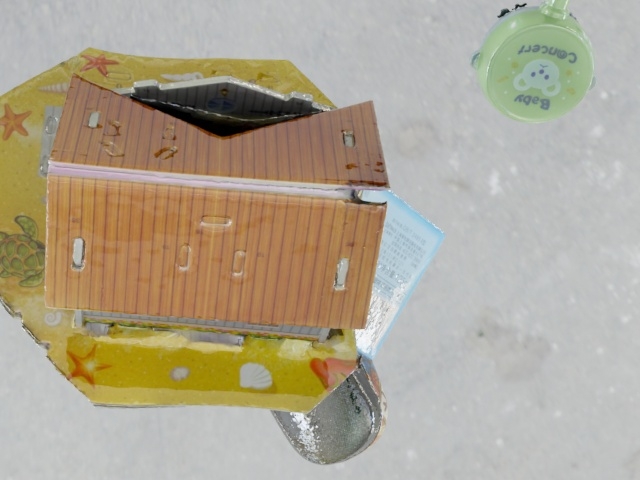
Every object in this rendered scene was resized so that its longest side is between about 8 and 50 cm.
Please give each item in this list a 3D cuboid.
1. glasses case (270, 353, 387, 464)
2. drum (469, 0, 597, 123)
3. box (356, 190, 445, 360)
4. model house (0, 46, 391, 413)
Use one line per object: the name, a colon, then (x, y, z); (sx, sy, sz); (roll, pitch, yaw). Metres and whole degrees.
glasses case: (-0.032, 0.092, 1.526); (0.122, 0.082, 0.321); (-33, 75, 28)
drum: (0.210, -0.232, 1.333); (0.130, 0.049, 0.253); (-3, 121, -3)
box: (0.000, 0.000, 1.265); (0.232, 0.083, 0.142); (34, 86, -47)
model house: (-0.072, -0.031, 0.675); (0.219, 0.207, 0.136); (6, 159, -7)
